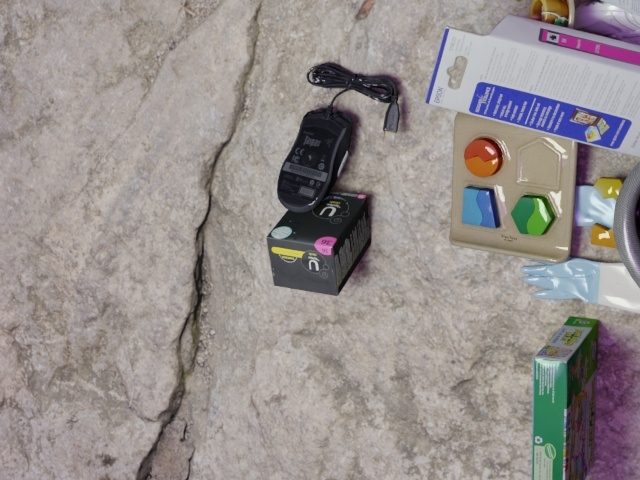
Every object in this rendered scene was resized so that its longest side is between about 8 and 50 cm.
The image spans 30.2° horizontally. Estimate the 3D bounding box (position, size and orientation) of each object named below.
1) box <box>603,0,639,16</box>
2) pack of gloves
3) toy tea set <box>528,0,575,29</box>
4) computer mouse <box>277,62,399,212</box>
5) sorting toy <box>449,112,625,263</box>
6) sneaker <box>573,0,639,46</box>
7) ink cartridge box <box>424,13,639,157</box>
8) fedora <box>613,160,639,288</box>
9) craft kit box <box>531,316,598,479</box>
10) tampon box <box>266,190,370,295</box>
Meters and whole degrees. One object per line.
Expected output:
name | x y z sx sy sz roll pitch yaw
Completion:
box | 0.465 -0.395 1.698 0.137 0.126 0.072 32 154 32
pack of gloves | 0.429 0.006 1.877 0.232 0.046 0.195 8 105 33
toy tea set | 0.295 -0.393 1.752 0.124 0.200 0.336 0 107 -11
computer mouse | 0.040 -0.159 1.975 0.184 0.060 0.262 11 80 25
sorting toy | 0.342 -0.081 1.863 0.307 0.041 0.229 10 105 32
sneaker | 0.482 -0.305 1.755 0.232 0.090 0.115 5 107 24
ink cartridge box | 0.350 -0.229 1.736 0.370 0.069 0.176 13 147 1
fedora | 0.549 -0.007 1.733 0.243 0.124 0.275 -40 86 -1
craft kit box | 0.379 0.269 1.832 0.060 0.246 0.250 3 103 20
tampon box | 0.000 0.000 1.979 0.120 0.161 0.102 8 126 22
